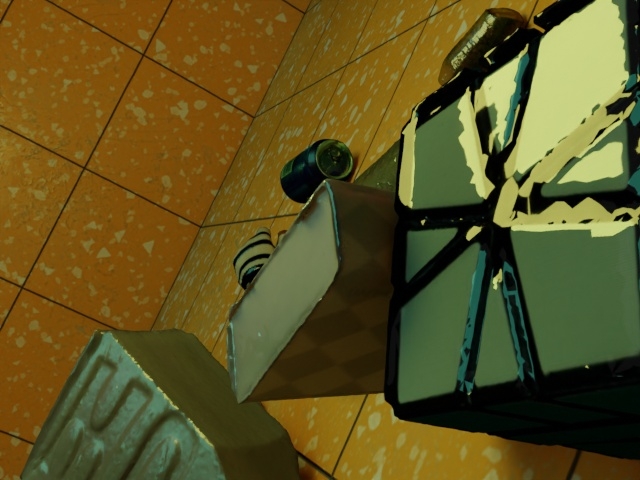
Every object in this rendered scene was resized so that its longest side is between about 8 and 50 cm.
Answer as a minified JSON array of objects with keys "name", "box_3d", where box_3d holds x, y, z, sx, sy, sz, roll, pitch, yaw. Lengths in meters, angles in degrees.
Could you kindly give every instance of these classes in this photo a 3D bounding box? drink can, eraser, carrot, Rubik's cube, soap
[{"name":"drink can","box_3d":[-0.010,-0.163,1.898,0.205,0.118,0.118,-24,42,62]},{"name":"eraser","box_3d":[0.105,0.065,0.831,0.213,0.396,0.082,-53,51,26]},{"name":"carrot","box_3d":[0.278,-0.335,1.415,0.173,0.082,0.082,-57,18,26]},{"name":"Rubik's cube","box_3d":[0.241,0.009,0.624,0.288,0.283,0.294,-28,49,60]},{"name":"soap","box_3d":[-0.242,0.386,1.281,0.435,0.213,0.350,36,95,33]}]

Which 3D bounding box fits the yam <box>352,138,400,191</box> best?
[{"name":"yam","box_3d":[0.162,-0.095,1.264,0.268,0.161,0.161,-44,25,50]}]

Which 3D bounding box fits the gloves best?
[{"name":"gloves","box_3d":[-0.147,0.034,1.982,0.140,0.131,0.219,-51,30,24]}]

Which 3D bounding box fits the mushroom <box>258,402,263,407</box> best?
[{"name":"mushroom","box_3d":[-0.152,0.348,1.510,0.302,0.232,0.208,-63,-31,-46]}]
